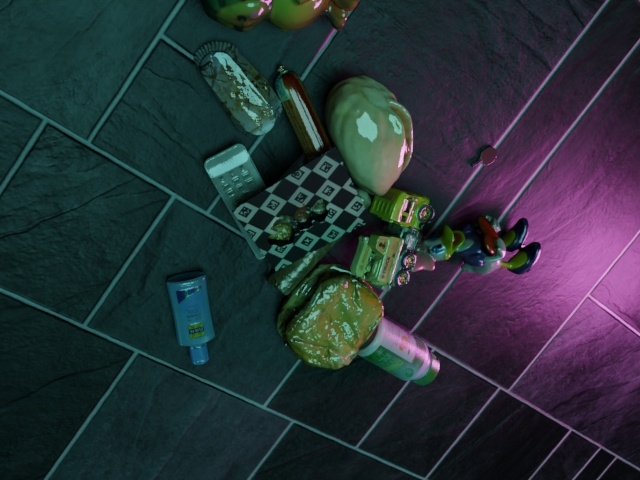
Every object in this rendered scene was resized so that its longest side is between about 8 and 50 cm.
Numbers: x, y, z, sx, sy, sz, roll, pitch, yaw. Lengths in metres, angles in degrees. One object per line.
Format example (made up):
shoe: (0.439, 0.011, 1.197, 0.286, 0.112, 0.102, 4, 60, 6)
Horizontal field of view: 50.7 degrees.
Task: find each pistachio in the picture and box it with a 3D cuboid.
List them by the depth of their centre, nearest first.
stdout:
pistachio: (0.118, -0.253, 1.666, 0.193, 0.214, 0.318, -54, 140, -42)

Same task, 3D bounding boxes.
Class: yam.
yam: (0.000, 0.000, 1.788, 0.356, 0.081, 0.081, -47, 119, 4)

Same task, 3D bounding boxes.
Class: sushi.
sushi: (-0.045, -0.079, 1.684, 0.290, 0.050, 0.264, -30, 132, 3)

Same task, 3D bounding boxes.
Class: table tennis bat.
table tennis bat: (0.458, -0.230, 1.891, 0.083, 0.007, 0.050, -30, 120, -7)

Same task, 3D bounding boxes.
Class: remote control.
remote control: (-0.178, -0.097, 1.699, 0.109, 0.055, 0.313, -28, 124, -2)

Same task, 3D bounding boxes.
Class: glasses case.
glasses case: (-0.060, -0.158, 1.716, 0.164, 0.041, 0.063, -47, 117, 1)

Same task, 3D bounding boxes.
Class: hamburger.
hamburger: (0.022, 0.209, 1.849, 0.283, 0.144, 0.259, -48, 117, -1)

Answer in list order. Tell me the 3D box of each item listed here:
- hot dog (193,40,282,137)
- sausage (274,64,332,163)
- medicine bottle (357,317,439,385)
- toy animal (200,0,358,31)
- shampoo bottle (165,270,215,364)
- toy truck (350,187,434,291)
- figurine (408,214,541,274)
hot dog: (-0.190, -0.352, 1.572, 0.131, 0.069, 0.252, -35, 117, 11)
sausage: (-0.041, -0.298, 1.628, 0.083, 0.083, 0.264, -27, 107, -7)
medicine bottle: (0.224, 0.326, 1.981, 0.274, 0.133, 0.133, 34, 98, -29)
toy animal: (-0.094, -0.553, 1.453, 0.338, 0.216, 0.191, -6, 87, -14)
shampoo bottle: (-0.333, 0.208, 1.769, 0.104, 0.061, 0.258, -11, 116, -14)
toy truck: (0.175, -0.009, 1.785, 0.157, 0.124, 0.272, 16, 95, -40)
figurine: (0.426, 0.020, 1.918, 0.421, 0.154, 0.193, 9, 144, -31)
